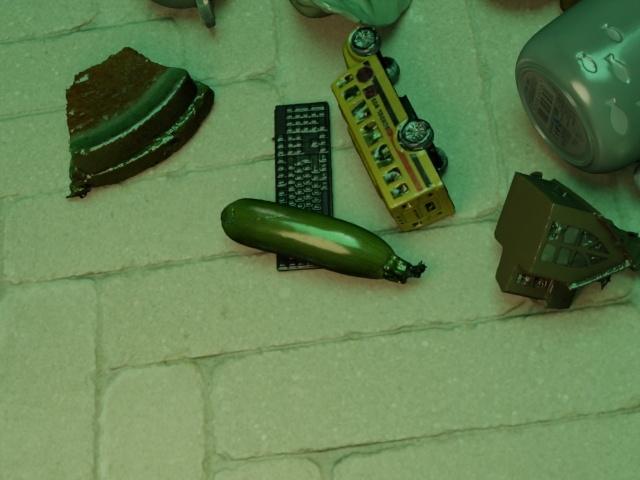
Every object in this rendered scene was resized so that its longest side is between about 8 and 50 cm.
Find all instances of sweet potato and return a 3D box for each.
[{"bbox_3d":[0.420,-0.394,1.760,0.044,0.044,0.179,-18,18,-2],"label":"sweet potato"}]

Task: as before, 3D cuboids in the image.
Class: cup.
[{"bbox_3d":[0.485,-0.214,1.608,0.274,0.259,0.356,-33,95,-8],"label":"cup"}]

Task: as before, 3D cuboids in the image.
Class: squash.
[{"bbox_3d":[-0.001,0.001,1.614,0.332,0.087,0.087,17,67,12],"label":"squash"}]

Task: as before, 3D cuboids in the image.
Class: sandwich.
[{"bbox_3d":[-0.322,-0.217,1.775,0.292,0.109,0.212,-20,63,-2],"label":"sandwich"}]

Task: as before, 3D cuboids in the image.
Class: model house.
[{"bbox_3d":[0.395,0.022,1.551,0.248,0.181,0.176,14,106,-13],"label":"model house"}]

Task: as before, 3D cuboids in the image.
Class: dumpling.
[{"bbox_3d":[0.018,-0.504,1.837,0.212,0.270,0.320,-1,85,32],"label":"dumpling"}]

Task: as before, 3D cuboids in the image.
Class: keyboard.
[{"bbox_3d":[-0.030,-0.092,1.721,0.101,0.018,0.309,-4,63,6],"label":"keyboard"}]

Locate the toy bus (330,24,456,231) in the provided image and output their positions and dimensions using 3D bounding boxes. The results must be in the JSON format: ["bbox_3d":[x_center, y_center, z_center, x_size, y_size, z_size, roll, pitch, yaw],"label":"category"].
[{"bbox_3d":[0.107,-0.182,1.694,0.123,0.121,0.335,-28,62,8],"label":"toy bus"}]

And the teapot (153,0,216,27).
[{"bbox_3d":[-0.244,-0.499,1.901,0.193,0.129,0.294,-22,64,-3],"label":"teapot"}]
